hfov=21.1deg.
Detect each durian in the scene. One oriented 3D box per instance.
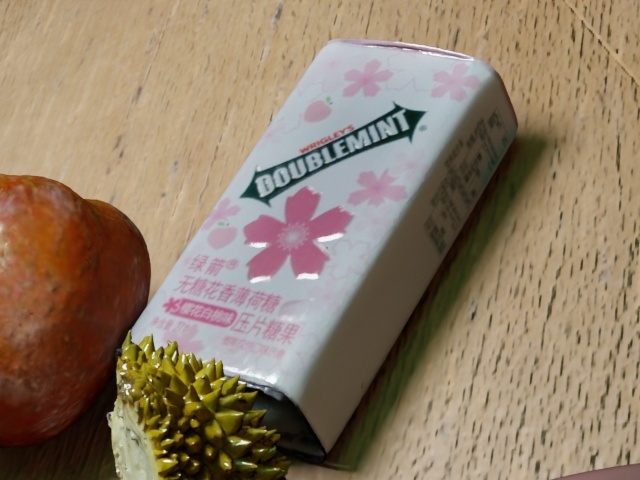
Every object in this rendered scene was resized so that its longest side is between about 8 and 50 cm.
[{"bbox_3d":[-0.083,0.181,1.237,0.138,0.183,0.250,-12,87,13],"label":"durian"}]

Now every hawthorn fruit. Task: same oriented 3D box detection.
[{"bbox_3d":[-0.250,0.059,1.414,0.235,0.231,0.263,-44,60,46],"label":"hawthorn fruit"}]

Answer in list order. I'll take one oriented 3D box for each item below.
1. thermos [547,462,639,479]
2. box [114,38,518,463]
[{"bbox_3d":[0.197,0.204,1.116,0.265,0.146,0.176,-21,17,-4],"label":"thermos"},{"bbox_3d":[0.000,0.000,1.420,0.190,0.112,0.370,10,54,35],"label":"box"}]
